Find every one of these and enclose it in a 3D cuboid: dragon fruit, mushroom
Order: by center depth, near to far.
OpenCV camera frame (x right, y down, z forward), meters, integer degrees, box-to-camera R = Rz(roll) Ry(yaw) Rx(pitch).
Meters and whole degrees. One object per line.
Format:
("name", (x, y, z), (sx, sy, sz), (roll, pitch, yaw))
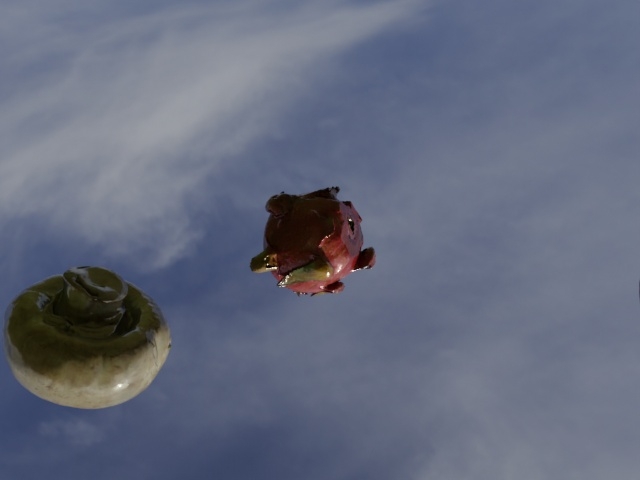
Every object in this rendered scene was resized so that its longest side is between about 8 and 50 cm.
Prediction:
("dragon fruit", (0.003, -0.003, 0.720), (0.068, 0.126, 0.112), (-10, -112, 46))
("mushroom", (-0.229, 0.092, 0.745), (0.166, 0.127, 0.166), (21, -152, -11))
